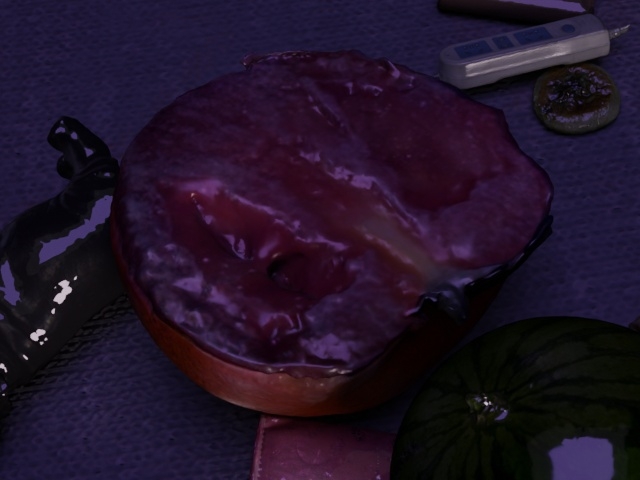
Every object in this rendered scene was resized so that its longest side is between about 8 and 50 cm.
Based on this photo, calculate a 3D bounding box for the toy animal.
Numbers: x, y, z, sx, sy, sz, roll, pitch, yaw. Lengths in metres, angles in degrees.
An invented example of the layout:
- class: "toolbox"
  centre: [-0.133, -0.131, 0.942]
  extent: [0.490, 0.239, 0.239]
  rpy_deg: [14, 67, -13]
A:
- class: "toy animal"
  centre: [-0.265, 0.064, 1.036]
  extent: [0.168, 0.106, 0.343]
  rpy_deg: [30, 72, 11]

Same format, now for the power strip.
- class: "power strip"
  centre: [0.196, -0.177, 1.177]
  extent: [0.191, 0.030, 0.047]
  rpy_deg: [-14, 32, -3]

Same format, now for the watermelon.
- class: "watermelon"
  centre: [0.165, 0.168, 0.836]
  extent: [0.242, 0.242, 0.242]
  rpy_deg: [-2, 60, 3]

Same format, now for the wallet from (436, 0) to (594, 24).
- class: "wallet"
  centre: [0.196, -0.265, 1.234]
  extent: [0.152, 0.039, 0.118]
  rpy_deg: [7, 63, 9]

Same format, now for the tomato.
- class: "tomato"
  centre: [0.003, 0.000, 1.011]
  extent: [0.335, 0.176, 0.289]
  rpy_deg: [-35, 65, -22]

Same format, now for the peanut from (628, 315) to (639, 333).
- class: "peanut"
  centre: [0.344, 0.139, 0.922]
  extent: [0.290, 0.130, 0.130]
  rpy_deg: [34, 67, 32]

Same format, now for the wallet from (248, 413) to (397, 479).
- class: "wallet"
  centre: [0.059, 0.202, 0.952]
  extent: [0.232, 0.025, 0.119]
  rpy_deg: [10, 62, -5]

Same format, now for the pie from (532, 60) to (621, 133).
- class: "pie"
  centre: [0.234, -0.133, 1.163]
  extent: [0.084, 0.021, 0.084]
  rpy_deg: [-1, 60, 2]
